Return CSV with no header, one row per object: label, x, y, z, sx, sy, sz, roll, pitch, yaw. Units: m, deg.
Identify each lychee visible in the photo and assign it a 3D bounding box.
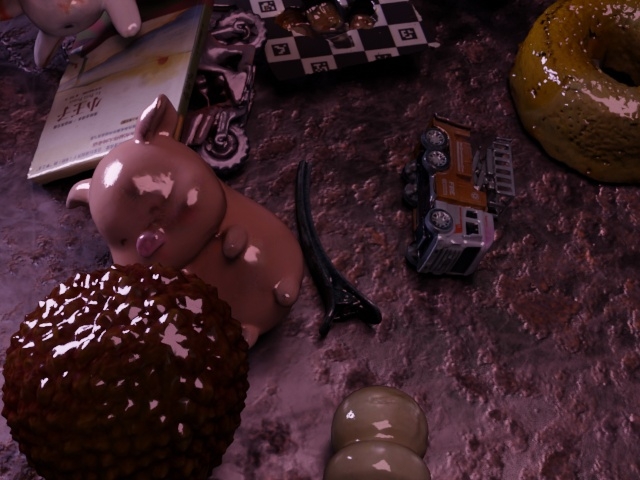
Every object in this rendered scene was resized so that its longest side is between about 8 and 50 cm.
lychee,-0.173,0.134,1.242,0.235,0.271,0.236,16,60,-31

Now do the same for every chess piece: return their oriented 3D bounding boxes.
chess piece,0.053,0.248,1.276,0.133,0.133,0.243,8,51,-3

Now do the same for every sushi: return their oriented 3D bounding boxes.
sushi,0.013,-0.263,1.662,0.210,0.040,0.193,-16,53,-16

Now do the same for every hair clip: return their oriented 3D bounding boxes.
hair clip,0.000,0.000,1.482,0.070,0.039,0.230,-11,57,-14

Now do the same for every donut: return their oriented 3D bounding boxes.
donut,0.366,-0.205,1.639,0.272,0.107,0.272,5,54,-7

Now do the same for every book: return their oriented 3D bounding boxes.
book,-0.215,-0.197,1.523,0.201,0.026,0.290,-13,48,27

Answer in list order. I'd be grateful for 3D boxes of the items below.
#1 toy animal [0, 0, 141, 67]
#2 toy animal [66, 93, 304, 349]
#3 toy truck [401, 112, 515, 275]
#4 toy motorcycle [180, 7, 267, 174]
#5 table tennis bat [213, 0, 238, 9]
toy animal,-0.271,-0.288,1.520,0.282,0.140,0.138,-39,26,-5
toy animal,-0.127,-0.008,1.375,0.250,0.154,0.166,43,98,-12
toy truck,0.158,-0.043,1.513,0.115,0.080,0.178,12,53,-13
toy motorcycle,-0.130,-0.177,1.557,0.118,0.084,0.213,8,68,-1
table tennis bat,-0.126,-0.394,1.738,0.138,0.022,0.247,8,57,-3
